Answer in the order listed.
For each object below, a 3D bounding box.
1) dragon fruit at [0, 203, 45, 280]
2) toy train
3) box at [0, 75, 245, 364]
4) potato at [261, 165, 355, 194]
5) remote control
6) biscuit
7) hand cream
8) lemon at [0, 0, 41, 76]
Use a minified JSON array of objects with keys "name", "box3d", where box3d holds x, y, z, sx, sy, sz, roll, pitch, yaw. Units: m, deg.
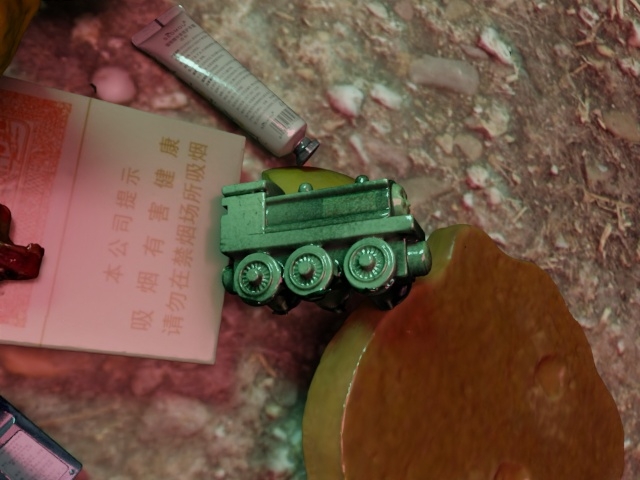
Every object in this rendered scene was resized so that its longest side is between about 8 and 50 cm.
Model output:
[{"name":"dragon fruit","box3d":[-0.254,-0.018,0.384,0.131,0.063,0.097,10,110,-22]},{"name":"toy train","box3d":[0.000,0.000,0.450,0.170,0.071,0.111,-7,74,20]},{"name":"box","box3d":[-0.248,-0.025,0.437,0.365,0.051,0.205,11,76,-22]},{"name":"potato","box3d":[0.029,-0.029,0.547,0.149,0.081,0.120,-15,88,-26]},{"name":"remote control","box3d":[-0.247,0.136,0.421,0.152,0.027,0.043,47,61,-11]},{"name":"biscuit","box3d":[0.153,0.187,0.536,0.385,0.062,0.365,52,55,-18]},{"name":"hand cream","box3d":[-0.083,-0.142,0.540,0.194,0.042,0.067,40,68,0]},{"name":"lemon","box3d":[-0.274,-0.153,0.327,0.193,0.180,0.181,23,71,-31]}]
